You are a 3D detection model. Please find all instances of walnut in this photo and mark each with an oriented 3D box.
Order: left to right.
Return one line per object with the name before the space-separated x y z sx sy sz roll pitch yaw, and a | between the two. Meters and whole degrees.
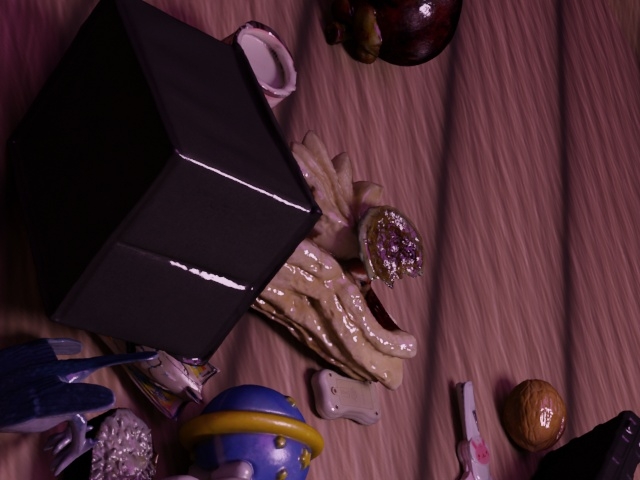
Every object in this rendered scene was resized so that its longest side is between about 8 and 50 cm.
walnut | 0.358 0.293 1.961 0.105 0.105 0.124 31 56 -34

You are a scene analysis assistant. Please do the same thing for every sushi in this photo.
sushi | -0.233 0.260 1.285 0.090 0.078 0.150 20 52 -34

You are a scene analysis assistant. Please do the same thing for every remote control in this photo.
remote control | 0.037 0.224 1.673 0.122 0.032 0.074 17 51 -43

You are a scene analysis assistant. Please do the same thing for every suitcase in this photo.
suitcase | 0.403 0.393 1.849 0.066 0.206 0.285 49 36 -1

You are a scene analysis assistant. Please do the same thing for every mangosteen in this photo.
mangosteen | 0.125 -0.414 2.106 0.265 0.228 0.228 -30 90 -13

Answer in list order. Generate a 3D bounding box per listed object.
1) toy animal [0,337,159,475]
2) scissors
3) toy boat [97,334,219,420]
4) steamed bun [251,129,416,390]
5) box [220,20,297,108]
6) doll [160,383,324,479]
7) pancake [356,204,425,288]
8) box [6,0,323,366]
toy animal | -0.297 0.155 1.205 0.255 0.239 0.176 -35 115 -11
scissors | 0.240 0.337 1.840 0.118 0.030 0.242 19 56 -42
toy boat | -0.218 0.124 1.406 0.210 0.084 0.066 41 5 -2
steamed bun | 0.000 0.000 1.659 0.428 0.189 0.247 41 24 -17
box | -0.119 -0.237 1.727 0.151 0.135 0.151 28 46 -34
doll | -0.113 0.277 1.354 0.311 0.159 0.242 33 60 -53
pancake | 0.095 0.006 1.628 0.129 0.022 0.116 -20 92 -46
box | -0.190 -0.079 1.348 0.204 0.251 0.345 22 29 -38
